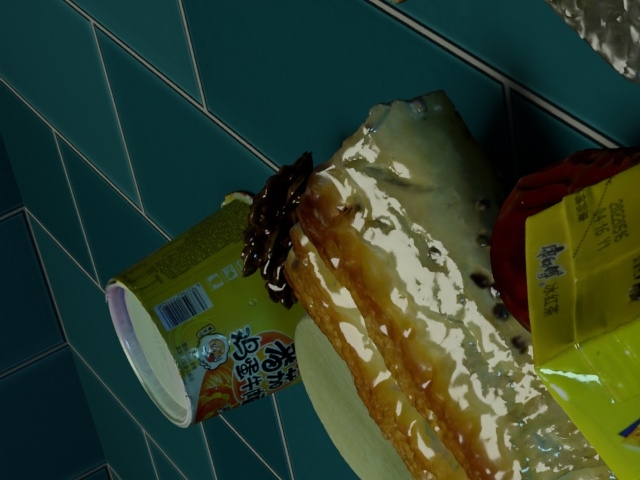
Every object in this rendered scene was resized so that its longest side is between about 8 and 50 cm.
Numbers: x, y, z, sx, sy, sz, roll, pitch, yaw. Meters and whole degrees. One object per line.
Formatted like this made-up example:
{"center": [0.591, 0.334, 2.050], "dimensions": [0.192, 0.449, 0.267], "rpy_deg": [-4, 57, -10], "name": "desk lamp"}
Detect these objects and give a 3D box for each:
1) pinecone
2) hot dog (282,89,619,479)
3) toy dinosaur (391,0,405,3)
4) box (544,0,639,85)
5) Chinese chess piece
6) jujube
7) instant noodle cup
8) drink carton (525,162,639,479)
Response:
{"center": [0.000, 0.000, 1.760], "dimensions": [0.173, 0.173, 0.173], "rpy_deg": [50, 156, 32], "name": "pinecone"}
{"center": [0.142, 0.097, 1.486], "dimensions": [0.365, 0.196, 0.367], "rpy_deg": [60, 165, 16], "name": "hot dog"}
{"center": [0.053, -0.344, 1.292], "dimensions": [0.205, 0.092, 0.393], "rpy_deg": [57, 158, 15], "name": "toy dinosaur"}
{"center": [0.210, -0.206, 0.803], "dimensions": [0.184, 0.273, 0.143], "rpy_deg": [52, 147, 27], "name": "box"}
{"center": [0.073, 0.163, 1.846], "dimensions": [0.250, 0.101, 0.250], "rpy_deg": [50, 156, 32], "name": "Chinese chess piece"}
{"center": [0.219, 0.004, 1.226], "dimensions": [0.155, 0.155, 0.230], "rpy_deg": [65, 159, -5], "name": "jujube"}
{"center": [-0.126, 0.098, 2.112], "dimensions": [0.264, 0.200, 0.264], "rpy_deg": [48, 155, 31], "name": "instant noodle cup"}
{"center": [0.262, 0.126, 1.095], "dimensions": [0.351, 0.111, 0.154], "rpy_deg": [50, -155, -26], "name": "drink carton"}
